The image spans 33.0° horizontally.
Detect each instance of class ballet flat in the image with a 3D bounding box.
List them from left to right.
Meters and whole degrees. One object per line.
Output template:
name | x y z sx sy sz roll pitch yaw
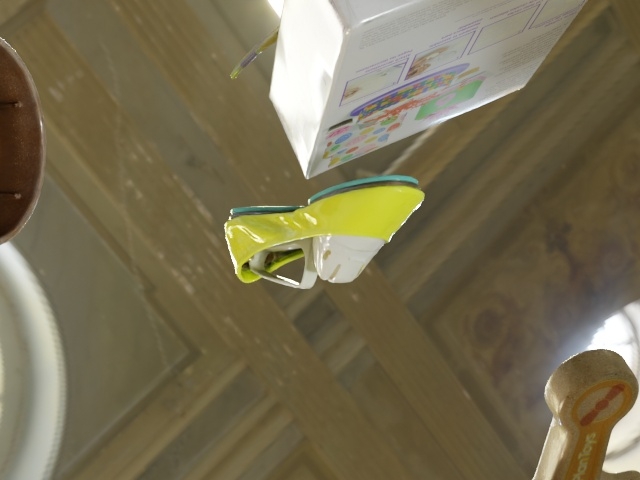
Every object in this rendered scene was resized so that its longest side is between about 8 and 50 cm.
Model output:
ballet flat | 0.000 0.000 0.902 0.231 0.077 0.077 -9 -104 49

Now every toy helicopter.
toy helicopter | 0.224 0.248 1.068 0.235 0.355 0.140 -5 -143 -12

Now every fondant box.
fondant box | 0.090 -0.180 0.871 0.238 0.096 0.330 -24 169 -11

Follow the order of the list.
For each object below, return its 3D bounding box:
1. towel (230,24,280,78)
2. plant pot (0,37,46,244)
towel | -0.054 -0.197 1.085 0.083 0.009 0.060 -34 -163 37
plant pot | -0.331 -0.078 0.850 0.165 0.167 0.167 0 -142 18
